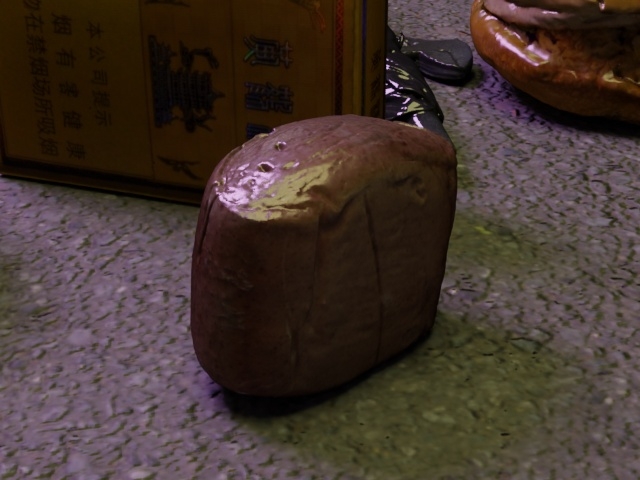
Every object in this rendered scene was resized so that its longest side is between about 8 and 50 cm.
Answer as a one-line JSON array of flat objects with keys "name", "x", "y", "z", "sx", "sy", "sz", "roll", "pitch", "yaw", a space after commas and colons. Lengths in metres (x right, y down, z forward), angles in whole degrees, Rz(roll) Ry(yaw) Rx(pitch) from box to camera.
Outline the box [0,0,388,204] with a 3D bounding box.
[{"name": "box", "x": -0.103, "y": -0.131, "z": 0.876, "sx": 0.301, "sy": 0.193, "sz": 0.084, "roll": 9, "pitch": 31, "yaw": 16}]

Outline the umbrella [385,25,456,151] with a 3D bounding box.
[{"name": "umbrella", "x": 0.055, "y": -0.132, "z": 0.991, "sx": 0.066, "sy": 0.059, "sz": 0.236, "roll": -8, "pitch": 45, "yaw": -15}]

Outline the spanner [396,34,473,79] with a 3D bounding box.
[{"name": "spanner", "x": 0.035, "y": -0.216, "z": 1.207, "sx": 0.093, "sy": 0.026, "sz": 0.325, "roll": -18, "pitch": 33, "yaw": -32}]

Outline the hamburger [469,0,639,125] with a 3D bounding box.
[{"name": "hamburger", "x": 0.285, "y": -0.228, "z": 1.084, "sx": 0.289, "sy": 0.170, "sz": 0.314, "roll": 9, "pitch": 28, "yaw": 3}]

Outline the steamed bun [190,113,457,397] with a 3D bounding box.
[{"name": "steamed bun", "x": 0.000, "y": 0.000, "z": 0.689, "sx": 0.175, "sy": 0.145, "sz": 0.106, "roll": -17, "pitch": 31, "yaw": -37}]
